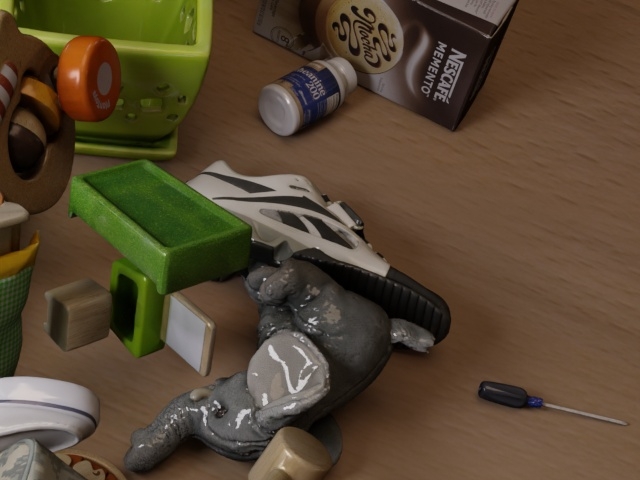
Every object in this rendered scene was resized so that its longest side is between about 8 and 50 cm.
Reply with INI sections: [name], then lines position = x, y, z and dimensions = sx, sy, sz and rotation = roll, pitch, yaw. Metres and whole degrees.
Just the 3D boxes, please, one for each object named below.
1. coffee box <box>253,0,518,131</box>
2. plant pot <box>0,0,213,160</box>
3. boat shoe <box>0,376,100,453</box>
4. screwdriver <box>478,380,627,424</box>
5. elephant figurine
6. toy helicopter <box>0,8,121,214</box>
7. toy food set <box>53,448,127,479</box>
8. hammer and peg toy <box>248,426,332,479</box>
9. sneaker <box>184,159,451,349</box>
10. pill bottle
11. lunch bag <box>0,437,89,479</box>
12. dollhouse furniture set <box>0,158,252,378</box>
[coffee box]
position = 0.081, -0.289, 1.661
dimensions = 0.297, 0.168, 0.119
rotation = 28, 49, 9
[plant pot]
position = -0.248, -0.219, 1.482
dimensions = 0.228, 0.207, 0.227
rotation = 5, 50, -12
[boat shoe]
position = -0.314, 0.176, 1.081
dimensions = 0.268, 0.096, 0.088
rotation = -4, 54, -13
[screwdriver]
position = 0.250, 0.175, 1.406
dimensions = 0.170, 0.025, 0.024
rotation = 11, 48, -5
[elephant figurine]
position = -0.041, 0.153, 1.279
dimensions = 0.169, 0.186, 0.239
rotation = 42, 55, -23
[toy helicopter]
position = -0.316, -0.096, 1.164
dimensions = 0.140, 0.355, 0.234
rotation = 6, 87, 17
[toy food set]
position = -0.231, 0.243, 1.202
dimensions = 0.192, 0.038, 0.132
rotation = 22, 48, 3
[hammer and peg toy]
position = 0.026, 0.333, 1.083
dimensions = 0.361, 0.127, 0.266
rotation = 43, 25, 20
[sneaker]
position = 0.000, 0.000, 1.420
dimensions = 0.331, 0.122, 0.146
rotation = 24, 50, 5
[pill bottle]
position = -0.013, -0.180, 1.608
dimensions = 0.067, 0.067, 0.120
rotation = 42, 52, 20
[lunch bag]
position = -0.200, 0.336, 0.975
dimensions = 0.256, 0.212, 0.305
rotation = 44, 20, -22
[dollhouse furniture set]
position = -0.230, 0.074, 1.130
dimensions = 0.302, 0.197, 0.151
rotation = -19, 42, -40
